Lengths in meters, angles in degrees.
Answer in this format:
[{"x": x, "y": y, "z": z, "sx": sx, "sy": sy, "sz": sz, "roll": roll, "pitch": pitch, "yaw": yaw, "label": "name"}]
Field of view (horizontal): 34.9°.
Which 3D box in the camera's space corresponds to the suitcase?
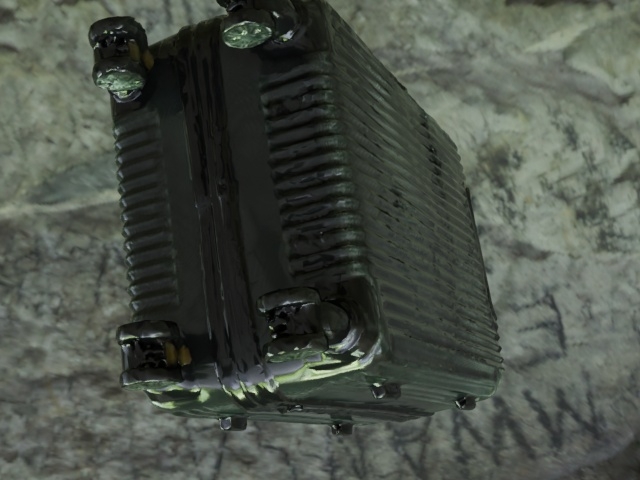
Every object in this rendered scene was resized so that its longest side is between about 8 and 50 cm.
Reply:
[{"x": 0.000, "y": 0.000, "z": 0.564, "sx": 0.128, "sy": 0.312, "sz": 0.202, "roll": -15, "pitch": -106, "yaw": 20, "label": "suitcase"}]
